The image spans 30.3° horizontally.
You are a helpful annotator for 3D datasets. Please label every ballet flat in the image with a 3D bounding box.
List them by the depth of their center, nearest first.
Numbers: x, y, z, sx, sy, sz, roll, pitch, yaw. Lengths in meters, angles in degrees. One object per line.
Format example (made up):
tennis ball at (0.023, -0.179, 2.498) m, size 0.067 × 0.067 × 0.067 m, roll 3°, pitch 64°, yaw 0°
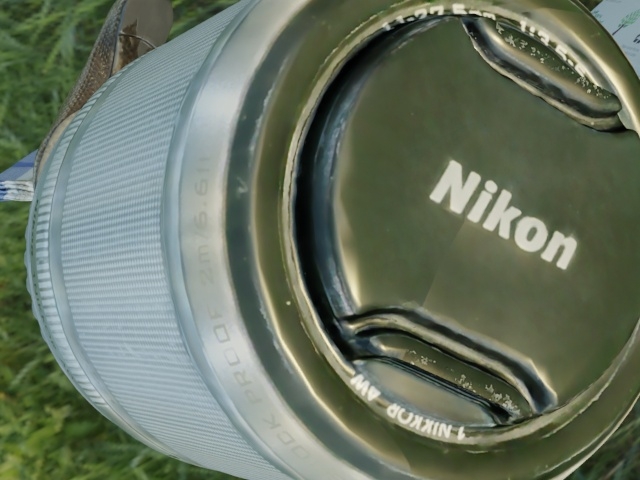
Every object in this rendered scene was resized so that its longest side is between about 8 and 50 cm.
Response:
ballet flat at (-0.218, -0.139, 1.168) m, size 0.058 × 0.084 × 0.250 m, roll 6°, pitch 72°, yaw 54°

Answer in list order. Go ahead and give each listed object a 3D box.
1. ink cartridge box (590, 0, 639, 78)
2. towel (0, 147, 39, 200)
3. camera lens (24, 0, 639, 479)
ink cartridge box at (0.309, -0.207, 0.729) m, size 0.333 × 0.165 × 0.065 m, roll -44°, pitch 105°, yaw 7°
towel at (-0.309, -0.110, 1.601) m, size 0.285 × 0.209 × 0.034 m, roll 1°, pitch 121°, yaw 38°
camera lens at (0.000, 0.000, 0.528) m, size 0.274 × 0.219 × 0.219 m, roll -7°, pitch 103°, yaw 61°
